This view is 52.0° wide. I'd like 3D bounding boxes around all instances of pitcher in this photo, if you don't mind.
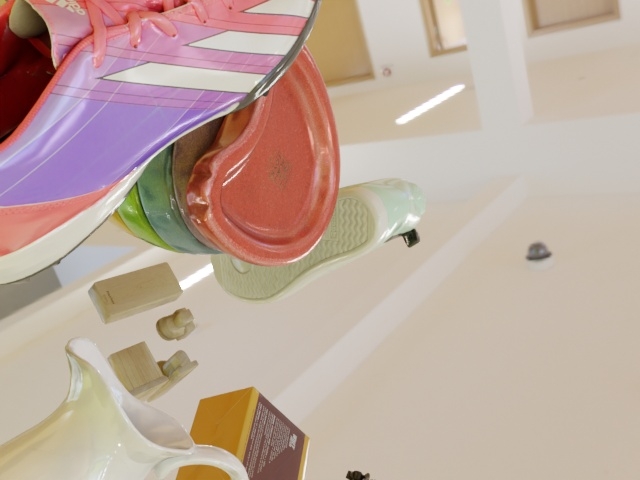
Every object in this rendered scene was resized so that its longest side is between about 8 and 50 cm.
[{"bbox_3d":[-0.164,0.197,0.438,0.207,0.177,0.125,-51,-162,-8],"label":"pitcher"}]

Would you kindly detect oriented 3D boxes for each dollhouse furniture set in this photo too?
[{"bbox_3d":[-0.250,0.137,0.866,0.144,0.151,0.123,-18,162,-49],"label":"dollhouse furniture set"}]

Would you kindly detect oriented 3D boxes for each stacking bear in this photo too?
[{"bbox_3d":[-0.143,-0.071,0.584,0.288,0.164,0.175,7,-115,30],"label":"stacking bear"}]

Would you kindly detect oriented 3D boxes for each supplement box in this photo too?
[{"bbox_3d":[-0.134,0.406,1.181,0.129,0.194,0.191,-20,-142,28],"label":"supplement box"}]

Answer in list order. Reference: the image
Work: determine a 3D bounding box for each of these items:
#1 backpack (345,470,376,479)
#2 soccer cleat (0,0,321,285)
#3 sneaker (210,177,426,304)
[{"bbox_3d":[0.035,0.420,0.937,0.182,0.115,0.152,1,-170,-38],"label":"backpack"},{"bbox_3d":[-0.107,-0.114,0.378,0.108,0.116,0.318,35,-112,20],"label":"soccer cleat"},{"bbox_3d":[0.001,0.000,0.743,0.255,0.094,0.151,-18,180,37],"label":"sneaker"}]
